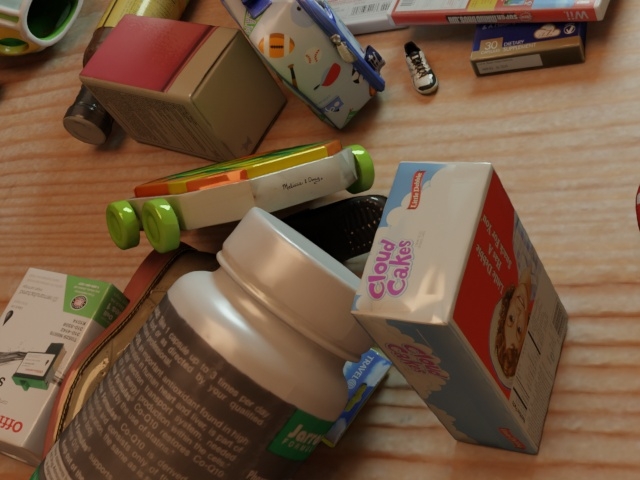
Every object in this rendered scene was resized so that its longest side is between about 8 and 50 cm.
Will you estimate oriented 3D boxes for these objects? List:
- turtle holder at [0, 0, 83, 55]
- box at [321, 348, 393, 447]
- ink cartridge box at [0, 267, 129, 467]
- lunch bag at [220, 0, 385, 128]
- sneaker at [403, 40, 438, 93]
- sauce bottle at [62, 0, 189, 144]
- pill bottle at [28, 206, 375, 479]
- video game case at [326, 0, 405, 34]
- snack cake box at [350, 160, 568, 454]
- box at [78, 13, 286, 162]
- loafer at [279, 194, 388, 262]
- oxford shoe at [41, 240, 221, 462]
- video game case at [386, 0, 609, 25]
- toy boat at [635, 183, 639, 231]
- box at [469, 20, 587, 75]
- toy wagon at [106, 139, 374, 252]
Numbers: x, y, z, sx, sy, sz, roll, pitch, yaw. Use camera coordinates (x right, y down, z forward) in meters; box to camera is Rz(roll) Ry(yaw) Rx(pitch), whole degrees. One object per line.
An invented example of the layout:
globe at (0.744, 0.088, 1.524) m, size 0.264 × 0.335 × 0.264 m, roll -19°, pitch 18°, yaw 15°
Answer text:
turtle holder at (-0.550, -0.415, 1.609) m, size 0.227 × 0.243 × 0.320 m, roll 32°, pitch 66°, yaw 24°
box at (-0.010, 0.142, 1.022) m, size 0.178 × 0.042 × 0.109 m, roll 27°, pitch 74°, yaw 39°
ink cartridge box at (-0.335, 0.157, 1.162) m, size 0.160 × 0.093 × 0.220 m, roll 7°, pitch 61°, yaw 34°
lunch bag at (-0.048, -0.290, 1.211) m, size 0.115 × 0.243 × 0.303 m, roll -41°, pitch 55°, yaw 8°
sneaker at (0.125, -0.223, 1.218) m, size 0.031 × 0.037 × 0.083 m, roll -27°, pitch 49°, yaw 7°
sauce bottle at (-0.299, -0.304, 1.469) m, size 0.111 × 0.111 × 0.345 m, roll 4°, pitch 59°, yaw 31°
pill bottle at (-0.104, 0.160, 0.908) m, size 0.361 × 0.204 × 0.204 m, roll -53°, pitch 48°, yaw 4°
video game case at (0.043, -0.379, 1.387) m, size 0.226 × 0.026 × 0.206 m, roll -2°, pitch 57°, yaw 30°
snack cake box at (0.135, 0.067, 0.844) m, size 0.089 × 0.264 × 0.152 m, roll 4°, pitch 59°, yaw 32°
box at (-0.191, -0.211, 1.312) m, size 0.232 × 0.149 × 0.127 m, roll 17°, pitch 66°, yaw 36°
loafer at (0.000, 0.000, 1.111) m, size 0.220 × 0.078 × 0.080 m, roll -14°, pitch 96°, yaw 29°
oxford shoe at (-0.191, 0.156, 1.066) m, size 0.130 × 0.123 × 0.348 m, roll 12°, pitch 66°, yaw 28°
video game case at (0.244, -0.356, 1.208) m, size 0.285 × 0.025 × 0.204 m, roll 7°, pitch 59°, yaw 34°
toy boat at (0.402, -0.044, 0.851) m, size 0.231 × 0.151 × 0.151 m, roll -6°, pitch 54°, yaw 26°
box at (0.272, -0.311, 1.201) m, size 0.136 × 0.036 × 0.225 m, roll -4°, pitch 54°, yaw 28°
toy wagon at (-0.114, -0.056, 1.108) m, size 0.267 × 0.068 × 0.344 m, roll -18°, pitch 10°, yaw -30°
